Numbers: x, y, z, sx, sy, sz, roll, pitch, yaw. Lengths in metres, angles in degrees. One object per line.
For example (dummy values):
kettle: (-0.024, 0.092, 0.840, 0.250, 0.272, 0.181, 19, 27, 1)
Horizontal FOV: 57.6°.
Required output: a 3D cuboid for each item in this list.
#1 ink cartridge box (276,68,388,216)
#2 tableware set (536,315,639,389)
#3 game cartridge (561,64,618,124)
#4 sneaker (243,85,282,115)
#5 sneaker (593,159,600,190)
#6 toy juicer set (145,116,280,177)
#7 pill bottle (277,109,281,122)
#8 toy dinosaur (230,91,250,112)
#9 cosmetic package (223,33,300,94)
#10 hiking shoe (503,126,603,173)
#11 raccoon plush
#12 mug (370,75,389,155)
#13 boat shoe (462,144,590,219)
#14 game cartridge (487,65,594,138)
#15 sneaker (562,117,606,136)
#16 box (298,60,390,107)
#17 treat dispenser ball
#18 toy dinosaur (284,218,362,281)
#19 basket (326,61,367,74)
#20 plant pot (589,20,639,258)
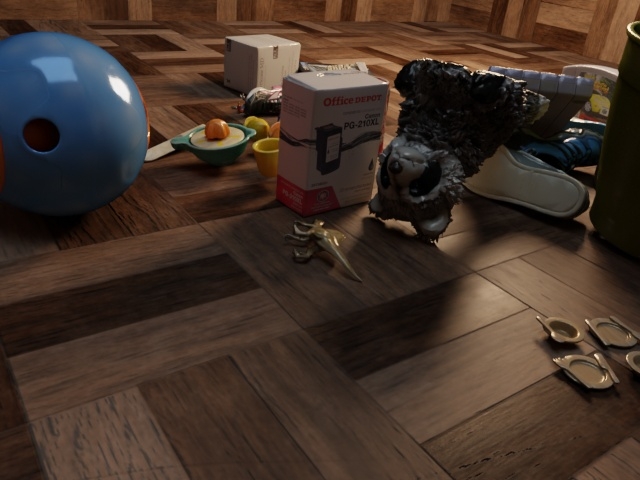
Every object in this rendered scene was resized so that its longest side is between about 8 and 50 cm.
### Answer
ink cartridge box: (0.018, -0.183, 1.078, 0.171, 0.237, 0.100, -16, 35, -35)
tableware set: (0.376, 0.144, 0.776, 0.168, 0.020, 0.141, 0, 29, -13)
game cartridge: (0.807, -0.402, 1.695, 0.060, 0.196, 0.294, -8, 31, -26)
sneaker: (-0.132, -0.378, 1.592, 0.077, 0.072, 0.178, 33, 43, 23)
sneaker: (0.665, -0.119, 1.285, 0.086, 0.064, 0.192, 15, 32, 7)
toy juicer set: (-0.201, -0.227, 1.233, 0.328, 0.090, 0.209, 7, 35, 16)
pill bottle: (-0.074, -0.298, 1.453, 0.067, 0.067, 0.120, 4, 28, -4)
toy dinosaur: (-0.200, -0.376, 1.604, 0.090, 0.047, 0.082, 15, 46, -6)
cosmetic package: (-0.182, -0.542, 1.796, 0.151, 0.151, 0.183, 28, 36, 33)
hiking shoe: (0.554, -0.186, 1.366, 0.303, 0.113, 0.132, -1, 51, -13)
raccoon plush: (0.286, -0.154, 1.094, 0.446, 0.299, 0.216, 3, 18, -34)
mug: (0.096, -0.290, 1.365, 0.113, 0.169, 0.150, 24, 32, 29)
boat shoe: (0.411, -0.130, 1.222, 0.099, 0.116, 0.319, 4, 22, -48)
game cartridge: (0.474, -0.311, 1.398, 0.230, 0.068, 0.355, 14, -8, 7)
sneaker: (0.725, -0.293, 1.593, 0.228, 0.088, 0.092, 28, 33, 31)
box: (0.058, -0.478, 1.803, 0.242, 0.077, 0.307, 1, 28, -11)
treat dispenser ball: (-0.422, -0.182, 0.932, 0.288, 0.288, 0.288, 5, 28, -3)
toy dinosaur: (0.000, 0.000, 0.931, 0.092, 0.053, 0.183, -4, 30, -21)
basket: (0.066, -0.372, 1.520, 0.103, 0.167, 0.113, 0, 28, -1)
plant pot: (0.651, -0.149, 1.010, 0.366, 0.353, 0.366, 6, 33, -4)
